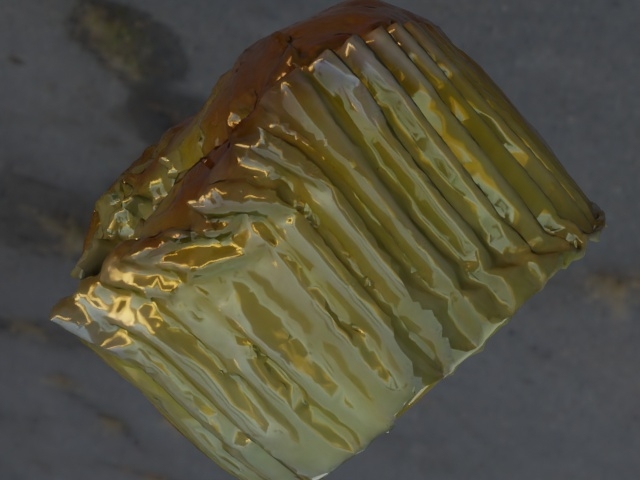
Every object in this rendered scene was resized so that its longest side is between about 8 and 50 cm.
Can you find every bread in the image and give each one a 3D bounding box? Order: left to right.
[{"bbox_3d":[0.000,0.000,0.677,0.133,0.179,0.250,53,-173,1],"label":"bread"}]
